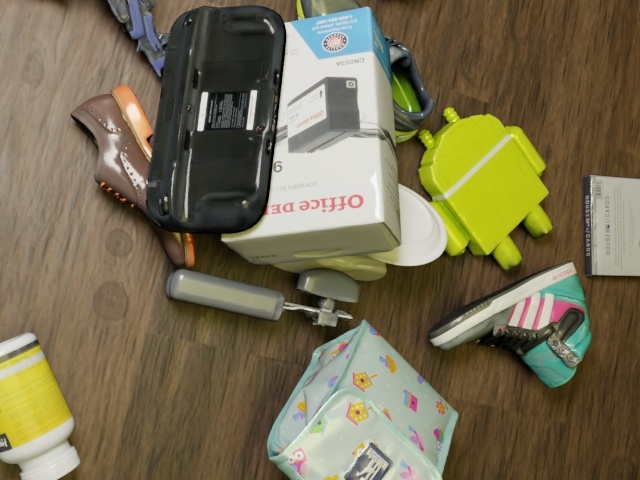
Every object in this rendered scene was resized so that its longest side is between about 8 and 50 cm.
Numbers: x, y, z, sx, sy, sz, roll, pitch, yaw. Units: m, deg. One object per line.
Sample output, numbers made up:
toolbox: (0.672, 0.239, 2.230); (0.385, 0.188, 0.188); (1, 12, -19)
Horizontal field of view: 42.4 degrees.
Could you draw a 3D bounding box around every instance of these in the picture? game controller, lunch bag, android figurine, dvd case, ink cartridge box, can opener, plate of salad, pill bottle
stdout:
game controller: (-0.136, -0.165, 1.090); (0.166, 0.067, 0.319); (3, 77, 8)
lunch bag: (0.059, 0.279, 1.150); (0.223, 0.160, 0.262); (46, 35, -11)
android figurine: (0.267, -0.092, 1.365); (0.248, 0.056, 0.273); (-44, 102, -18)
dvd case: (0.580, -0.023, 1.495); (0.238, 0.029, 0.179); (2, 85, -20)
ink cartridge box: (-0.015, -0.138, 1.137); (0.223, 0.129, 0.308); (-6, 73, 14)
can opener: (-0.078, 0.068, 1.207); (0.283, 0.076, 0.095); (14, 84, -18)
plate of salad: (0.096, -0.027, 1.253); (0.199, 0.048, 0.200); (13, 40, -11)
pill bottle: (-0.381, 0.220, 1.064); (0.103, 0.103, 0.184); (-25, 94, -21)

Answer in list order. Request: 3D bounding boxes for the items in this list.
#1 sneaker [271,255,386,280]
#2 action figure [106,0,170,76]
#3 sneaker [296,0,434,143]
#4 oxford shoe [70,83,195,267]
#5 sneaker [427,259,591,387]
sneaker: (0.000, 0.000, 1.254); (0.212, 0.080, 0.094); (12, 66, -22)
action figure: (-0.269, -0.418, 1.161); (0.330, 0.178, 0.341); (-28, 123, -14)
sneaker: (0.080, -0.292, 1.272); (0.111, 0.121, 0.300); (-43, 101, -19)
oxford shoe: (-0.256, -0.076, 1.147); (0.098, 0.097, 0.271); (-25, 85, -17)
sneaker: (0.325, 0.163, 1.338); (0.295, 0.124, 0.179); (-21, 84, -22)
